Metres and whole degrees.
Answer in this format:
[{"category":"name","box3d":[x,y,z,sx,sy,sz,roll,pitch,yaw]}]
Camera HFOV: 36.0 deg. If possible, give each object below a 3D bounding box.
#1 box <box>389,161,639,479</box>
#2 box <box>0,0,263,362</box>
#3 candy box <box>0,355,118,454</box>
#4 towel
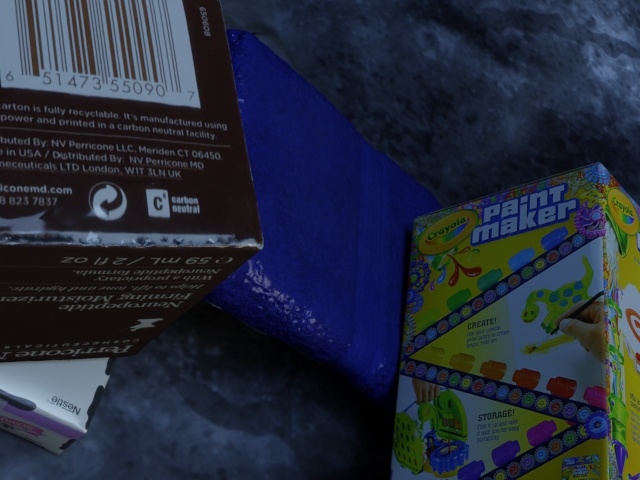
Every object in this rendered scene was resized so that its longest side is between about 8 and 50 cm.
[{"category":"box","box3d":[0.216,0.143,0.798,0.290,0.177,0.279,36,50,-38]},{"category":"box","box3d":[-0.160,-0.035,0.588,0.168,0.203,0.167,1,67,-32]},{"category":"candy box","box3d":[-0.213,0.026,0.700,0.164,0.070,0.196,28,55,-18]},{"category":"towel","box3d":[0.000,0.000,0.790,0.308,0.076,0.228,38,44,-43]}]
